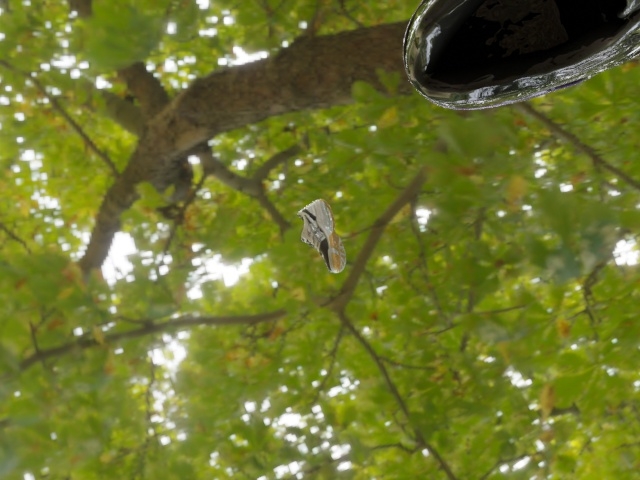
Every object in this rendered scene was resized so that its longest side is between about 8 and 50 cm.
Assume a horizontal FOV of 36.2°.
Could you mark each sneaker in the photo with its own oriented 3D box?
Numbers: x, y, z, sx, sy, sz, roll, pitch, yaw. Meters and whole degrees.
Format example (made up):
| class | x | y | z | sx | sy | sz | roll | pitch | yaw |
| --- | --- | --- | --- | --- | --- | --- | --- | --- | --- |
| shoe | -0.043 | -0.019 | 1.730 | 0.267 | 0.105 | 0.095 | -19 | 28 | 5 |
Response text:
| class | x | y | z | sx | sy | sz | roll | pitch | yaw |
| --- | --- | --- | --- | --- | --- | --- | --- | --- | --- |
| sneaker | 0.163 | -0.132 | 0.412 | 0.283 | 0.124 | 0.107 | -31 | -83 | 27 |
| sneaker | 0.000 | 0.000 | 0.987 | 0.037 | 0.032 | 0.083 | -24 | -121 | 15 |
